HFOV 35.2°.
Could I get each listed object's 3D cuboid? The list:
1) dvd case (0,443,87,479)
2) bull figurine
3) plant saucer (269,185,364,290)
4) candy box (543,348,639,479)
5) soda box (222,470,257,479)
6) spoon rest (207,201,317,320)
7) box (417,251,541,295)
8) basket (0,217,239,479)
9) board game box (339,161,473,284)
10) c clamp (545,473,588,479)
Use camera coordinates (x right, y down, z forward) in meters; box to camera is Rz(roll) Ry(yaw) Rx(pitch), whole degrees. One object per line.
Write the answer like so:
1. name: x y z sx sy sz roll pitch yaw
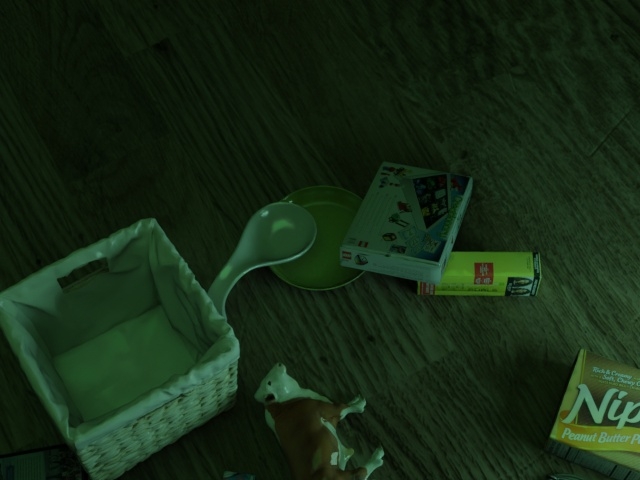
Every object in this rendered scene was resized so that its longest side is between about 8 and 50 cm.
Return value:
1. dvd case: -0.543 0.468 1.817 0.252 0.022 0.180 -10 59 -1
2. bull figurine: 0.002 0.352 1.795 0.188 0.101 0.310 -16 60 -7
3. plant saucer: 0.000 0.000 2.032 0.240 0.037 0.241 -2 61 3
4. candy box: 0.573 0.335 1.768 0.316 0.088 0.183 20 64 15
5. soda box: -0.153 0.498 1.746 0.058 0.063 0.183 6 61 7
6. spoon rest: -0.119 0.031 1.956 0.137 0.084 0.276 33 69 21
7. box: 0.302 0.064 1.945 0.232 0.087 0.058 1 61 4
8. basket: -0.349 0.204 1.801 0.328 0.266 0.331 -29 62 -17
9. board game box: 0.172 -0.041 1.965 0.192 0.053 0.305 12 39 14
10. c clamp: 0.402 0.469 1.744 0.137 0.022 0.161 25 66 17
